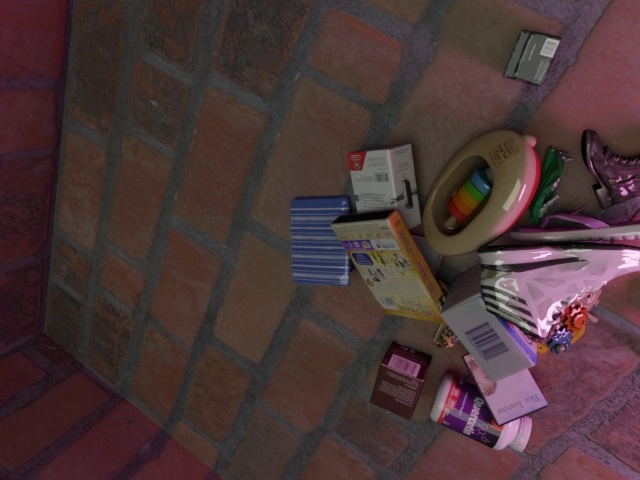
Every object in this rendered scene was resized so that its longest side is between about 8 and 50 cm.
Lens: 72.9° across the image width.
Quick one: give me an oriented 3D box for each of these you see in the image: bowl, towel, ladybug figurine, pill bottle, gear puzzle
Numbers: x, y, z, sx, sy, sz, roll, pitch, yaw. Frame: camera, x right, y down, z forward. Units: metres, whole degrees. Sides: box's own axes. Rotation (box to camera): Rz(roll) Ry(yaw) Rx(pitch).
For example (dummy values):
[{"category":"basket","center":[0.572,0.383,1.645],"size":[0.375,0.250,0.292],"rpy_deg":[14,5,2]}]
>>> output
[{"category":"bowl","center":[0.356,0.047,1.528],"size":[0.142,0.053,0.142],"rpy_deg":[17,116,20]},{"category":"towel","center":[0.000,0.000,1.644],"size":[0.243,0.040,0.336],"rpy_deg":[0,91,24]},{"category":"ladybug figurine","center":[0.481,-0.129,1.287],"size":[0.449,0.161,0.305],"rpy_deg":[-54,38,46]},{"category":"pill bottle","center":[0.573,0.628,1.565],"size":[0.322,0.181,0.182],"rpy_deg":[20,116,18]},{"category":"gear puzzle","center":[0.760,0.179,1.275],"size":[0.175,0.044,0.339],"rpy_deg":[31,93,-19]}]

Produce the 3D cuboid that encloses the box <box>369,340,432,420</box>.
[{"category":"box","center":[0.310,0.535,1.668],"size":[0.168,0.167,0.203],"rpy_deg":[19,116,18]}]

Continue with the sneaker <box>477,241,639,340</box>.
[{"category":"sneaker","center":[0.659,0.136,1.186],"size":[0.447,0.169,0.258],"rpy_deg":[-2,91,3]}]

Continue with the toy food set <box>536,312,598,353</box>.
[{"category":"toy food set","center":[0.774,0.275,1.407],"size":[0.128,0.071,0.218],"rpy_deg":[24,123,-11]}]

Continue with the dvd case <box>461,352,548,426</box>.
[{"category":"dvd case","center":[0.625,0.479,1.482],"size":[0.180,0.022,0.253],"rpy_deg":[-27,71,7]}]

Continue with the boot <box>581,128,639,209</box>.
[{"category":"boot","center":[0.854,-0.216,1.169],"size":[0.229,0.091,0.263],"rpy_deg":[-19,110,30]}]

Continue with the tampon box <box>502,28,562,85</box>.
[{"category":"tampon box","center":[0.565,-0.487,1.158],"size":[0.101,0.161,0.120],"rpy_deg":[23,119,17]}]

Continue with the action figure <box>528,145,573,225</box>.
[{"category":"action figure","center":[0.668,-0.146,1.277],"size":[0.063,0.137,0.232],"rpy_deg":[13,123,8]}]

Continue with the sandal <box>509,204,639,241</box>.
[{"category":"sandal","center":[0.766,-0.050,1.236],"size":[0.416,0.169,0.102],"rpy_deg":[-2,90,23]}]

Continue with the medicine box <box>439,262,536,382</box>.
[{"category":"medicine box","center":[0.539,0.241,1.371],"size":[0.149,0.289,0.263],"rpy_deg":[-38,90,33]}]

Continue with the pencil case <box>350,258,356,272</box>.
[{"category":"pencil case","center":[0.064,0.071,1.675],"size":[0.151,0.064,0.070],"rpy_deg":[19,154,18]}]

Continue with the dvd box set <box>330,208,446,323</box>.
[{"category":"dvd box set","center":[0.236,0.091,1.471],"size":[0.307,0.062,0.420],"rpy_deg":[-3,124,58]}]

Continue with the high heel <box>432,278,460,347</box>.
[{"category":"high heel","center":[0.428,0.270,1.549],"size":[0.186,0.093,0.261],"rpy_deg":[-34,101,26]}]

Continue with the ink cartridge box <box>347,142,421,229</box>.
[{"category":"ink cartridge box","center":[0.212,-0.171,1.440],"size":[0.197,0.114,0.273],"rpy_deg":[10,115,52]}]

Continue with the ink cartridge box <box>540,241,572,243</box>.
[{"category":"ink cartridge box","center":[0.726,0.083,1.336],"size":[0.089,0.092,0.143],"rpy_deg":[3,111,23]}]
